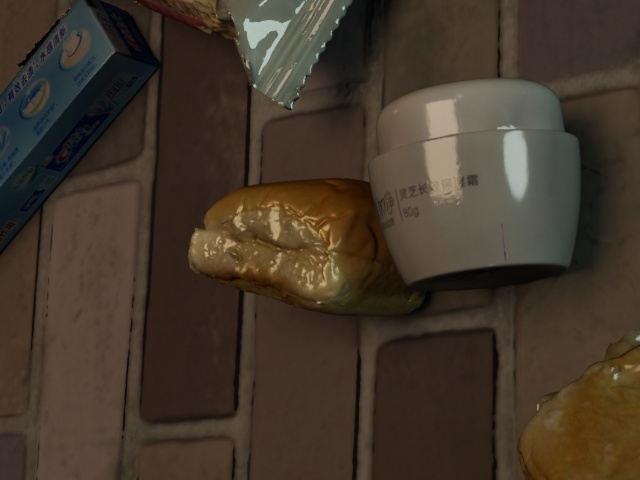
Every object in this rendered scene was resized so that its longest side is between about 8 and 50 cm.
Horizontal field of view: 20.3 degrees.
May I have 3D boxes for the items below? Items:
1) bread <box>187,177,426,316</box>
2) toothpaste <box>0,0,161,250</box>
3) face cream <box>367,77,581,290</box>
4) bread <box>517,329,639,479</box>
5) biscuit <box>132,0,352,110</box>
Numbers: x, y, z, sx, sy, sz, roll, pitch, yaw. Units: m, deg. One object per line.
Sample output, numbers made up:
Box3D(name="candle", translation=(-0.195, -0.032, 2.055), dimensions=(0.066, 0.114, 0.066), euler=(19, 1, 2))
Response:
Box3D(name="bread", translation=(-0.001, 0.001, 1.054), dimensions=(0.125, 0.106, 0.082), euler=(11, 86, 40))
Box3D(name="toothpaste", translation=(-0.225, -0.056, 1.300), dimensions=(0.272, 0.053, 0.066), euler=(-47, 57, 21))
Box3D(name="face cream", translation=(0.086, -0.030, 0.981), dimensions=(0.117, 0.117, 0.104), euler=(-13, 80, 38))
Box3D(name="bread", translation=(0.213, 0.142, 0.780), dimensions=(0.195, 0.176, 0.246), euler=(-25, 43, -4))
Box3D(name="biscuit", translation=(-0.074, -0.217, 1.184), dimensions=(0.309, 0.079, 0.186), euler=(29, 84, 43))
